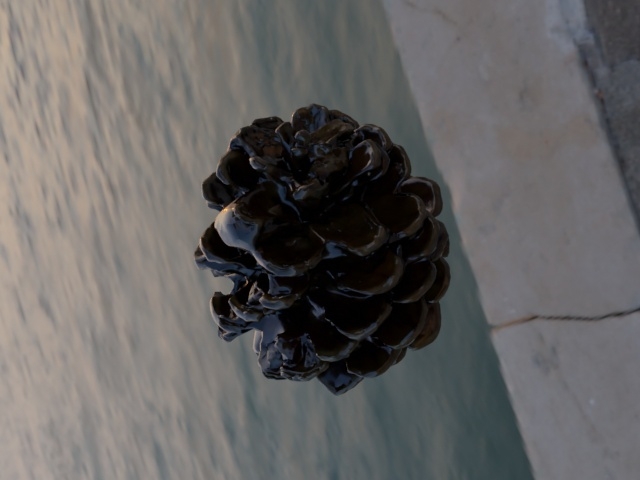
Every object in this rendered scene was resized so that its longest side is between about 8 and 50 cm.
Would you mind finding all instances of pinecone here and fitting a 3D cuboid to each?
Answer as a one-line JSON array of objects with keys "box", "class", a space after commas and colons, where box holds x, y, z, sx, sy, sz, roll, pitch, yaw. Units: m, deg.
[{"box": [-0.001, -0.005, 0.920, 0.243, 0.243, 0.257, 31, 140, 57], "class": "pinecone"}]
